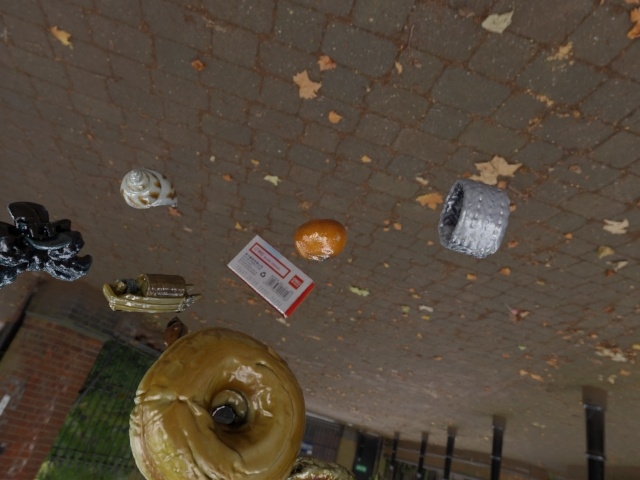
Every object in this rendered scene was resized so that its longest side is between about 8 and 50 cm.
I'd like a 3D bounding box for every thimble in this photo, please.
[{"bbox_3d":[0.494,-0.072,1.372,0.157,0.245,0.217,16,158,-2],"label":"thimble"}]

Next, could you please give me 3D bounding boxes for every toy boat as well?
[{"bbox_3d":[-0.506,0.156,1.304,0.089,0.115,0.310,43,-165,33],"label":"toy boat"}]

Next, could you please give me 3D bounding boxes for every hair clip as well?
[{"bbox_3d":[-0.781,0.028,1.148,0.195,0.206,0.310,40,-156,21],"label":"hair clip"}]

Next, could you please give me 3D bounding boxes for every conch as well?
[{"bbox_3d":[-0.631,-0.191,1.546,0.183,0.148,0.275,-3,-173,-4],"label":"conch"},{"bbox_3d":[-0.508,0.338,1.497,0.086,0.080,0.233,61,169,-19],"label":"conch"}]

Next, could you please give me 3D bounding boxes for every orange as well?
[{"bbox_3d":[0.000,0.000,1.749,0.224,0.169,0.224,-9,173,-1],"label":"orange"}]

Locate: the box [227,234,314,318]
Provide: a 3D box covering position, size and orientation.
[{"bbox_3d":[-0.138,0.092,1.150,0.229,0.123,0.050,37,164,20],"label":"box"}]

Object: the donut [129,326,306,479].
[{"bbox_3d":[-0.232,0.429,1.051,0.449,0.448,0.198,26,141,-20],"label":"donut"}]

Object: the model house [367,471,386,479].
[{"bbox_3d":[0.163,0.783,1.023,0.266,0.321,0.261,37,133,12],"label":"model house"}]

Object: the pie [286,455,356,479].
[{"bbox_3d":[-0.007,0.654,1.127,0.179,0.084,0.205,31,126,-4],"label":"pie"}]
